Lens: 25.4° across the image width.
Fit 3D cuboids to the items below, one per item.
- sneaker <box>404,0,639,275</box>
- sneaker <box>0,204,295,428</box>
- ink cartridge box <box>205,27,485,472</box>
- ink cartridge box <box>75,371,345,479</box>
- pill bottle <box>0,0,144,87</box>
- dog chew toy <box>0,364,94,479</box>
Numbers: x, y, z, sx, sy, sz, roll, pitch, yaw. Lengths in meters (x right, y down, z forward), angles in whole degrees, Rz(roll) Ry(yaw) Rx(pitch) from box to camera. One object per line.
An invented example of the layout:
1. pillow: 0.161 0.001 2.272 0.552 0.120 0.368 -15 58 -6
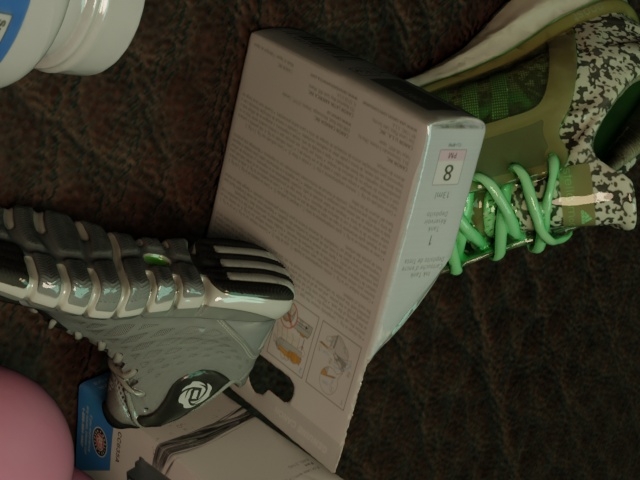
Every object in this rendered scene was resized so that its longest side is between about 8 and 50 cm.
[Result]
1. sneaker: 0.135 -0.048 1.024 0.410 0.182 0.158 -41 136 -20
2. sneaker: -0.136 0.060 0.866 0.228 0.086 0.132 9 120 -21
3. ink cartridge box: 0.000 0.000 0.915 0.066 0.189 0.232 -7 117 -38
4. ink cartridge box: -0.078 0.182 0.940 0.082 0.190 0.140 -15 123 -39
5. pill bottle: -0.198 -0.138 0.683 0.221 0.124 0.124 2 111 -47
6. dog chew toy: -0.197 0.221 0.848 0.206 0.206 0.332 -24 120 -34
